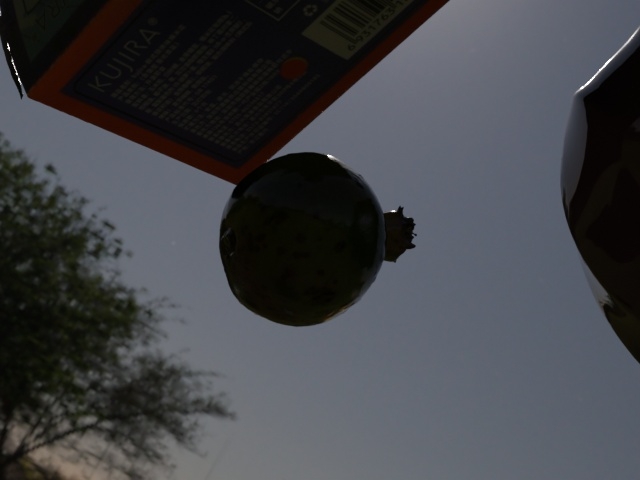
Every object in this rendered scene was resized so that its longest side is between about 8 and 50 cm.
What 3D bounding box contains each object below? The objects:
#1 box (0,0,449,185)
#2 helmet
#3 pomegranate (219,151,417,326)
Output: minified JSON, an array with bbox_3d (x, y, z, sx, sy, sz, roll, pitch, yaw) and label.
[{"bbox_3d":[-0.084,-0.295,0.854,0.349,0.318,0.257,-37,-38,29],"label":"box"},{"bbox_3d":[0.277,-0.008,0.652,0.197,0.338,0.271,-18,-19,40],"label":"helmet"},{"bbox_3d":[-0.007,0.003,0.661,0.130,0.130,0.130,24,-22,10],"label":"pomegranate"}]
